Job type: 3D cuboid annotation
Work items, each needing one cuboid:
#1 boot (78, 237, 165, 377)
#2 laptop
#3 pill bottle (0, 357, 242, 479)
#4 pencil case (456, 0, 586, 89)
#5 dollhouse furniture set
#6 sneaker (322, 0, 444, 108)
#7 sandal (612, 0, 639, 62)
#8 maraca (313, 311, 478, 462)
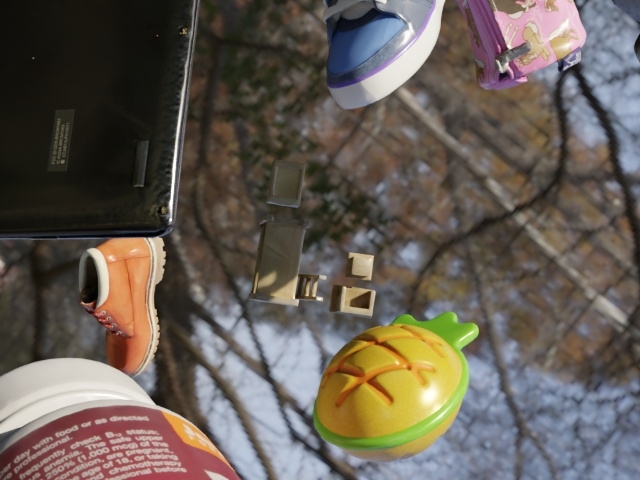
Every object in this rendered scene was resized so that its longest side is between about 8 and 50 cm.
[{"bbox_3d":[-0.199,0.067,1.324,0.085,0.059,0.157,-22,125,-46],"label":"boot"},{"bbox_3d":[-0.239,-0.149,1.034,0.236,0.408,0.381,48,44,-66],"label":"laptop"},{"bbox_3d":[-0.131,0.246,0.945,0.224,0.224,0.392,-53,-145,2],"label":"pill bottle"},{"bbox_3d":[0.205,-0.385,1.762,0.160,0.386,0.167,-28,-157,-3],"label":"pencil case"},{"bbox_3d":[0.000,0.000,1.808,0.101,0.161,0.181,162,-63,-82],"label":"dollhouse furniture set"},{"bbox_3d":[0.037,-0.324,1.490,0.130,0.236,0.322,-10,-139,40],"label":"sneaker"},{"bbox_3d":[0.400,-0.194,1.419,0.446,0.168,0.107,-115,-131,-76],"label":"sandal"},{"bbox_3d":[0.063,0.112,1.130,0.127,0.099,0.185,-2,-151,23],"label":"maraca"}]
